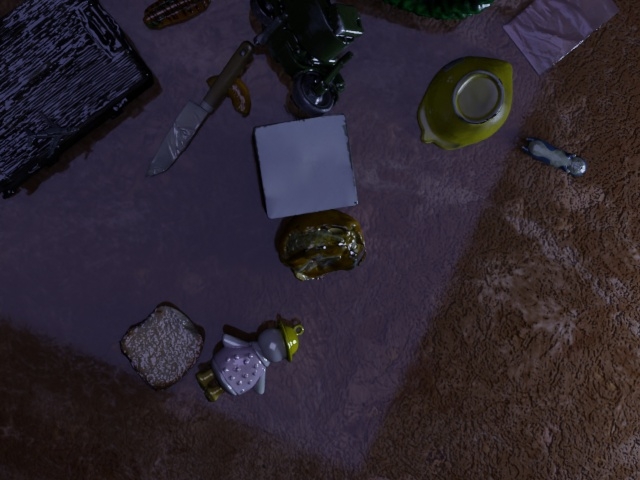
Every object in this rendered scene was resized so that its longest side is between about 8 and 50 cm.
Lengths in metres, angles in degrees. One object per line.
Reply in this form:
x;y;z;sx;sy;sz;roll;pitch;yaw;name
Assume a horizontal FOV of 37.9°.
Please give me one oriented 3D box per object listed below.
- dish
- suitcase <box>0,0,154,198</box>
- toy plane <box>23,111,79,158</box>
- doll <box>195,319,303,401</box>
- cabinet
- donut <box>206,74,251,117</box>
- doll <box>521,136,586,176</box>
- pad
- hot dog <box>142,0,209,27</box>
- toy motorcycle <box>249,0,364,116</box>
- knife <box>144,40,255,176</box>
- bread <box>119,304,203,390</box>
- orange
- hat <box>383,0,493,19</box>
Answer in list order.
0.261;-0.242;1.619;0.207;0.080;0.149;-44;96;-2;dish
-0.466;-0.253;1.527;0.335;0.152;0.230;-38;98;-4;suitcase
-0.419;-0.166;1.450;0.084;0.024;0.078;-13;79;-7;toy plane
-0.119;0.205;1.622;0.207;0.081;0.129;-31;104;-4;doll
-0.031;-0.126;1.539;0.145;0.206;0.150;-10;96;-4;cabinet
-0.155;-0.250;1.604;0.067;0.038;0.083;-16;94;-6;donut
0.418;-0.150;1.663;0.125;0.027;0.037;22;100;-6;doll
0.429;-0.394;1.656;0.187;0.006;0.113;-39;97;-1;pad
-0.246;-0.397;1.586;0.122;0.037;0.049;-27;93;-4;hot dog
-0.007;-0.357;1.522;0.127;0.205;0.275;-20;82;-46;toy motorcycle
-0.210;-0.221;1.586;0.047;0.017;0.298;37;106;-2;knife
-0.273;0.184;1.628;0.129;0.044;0.126;-42;89;2;bread
0.000;0.000;1.581;0.160;0.170;0.112;3;53;-28;orange
0.192;-0.551;1.523;0.274;0.242;0.332;14;80;-18;hat
